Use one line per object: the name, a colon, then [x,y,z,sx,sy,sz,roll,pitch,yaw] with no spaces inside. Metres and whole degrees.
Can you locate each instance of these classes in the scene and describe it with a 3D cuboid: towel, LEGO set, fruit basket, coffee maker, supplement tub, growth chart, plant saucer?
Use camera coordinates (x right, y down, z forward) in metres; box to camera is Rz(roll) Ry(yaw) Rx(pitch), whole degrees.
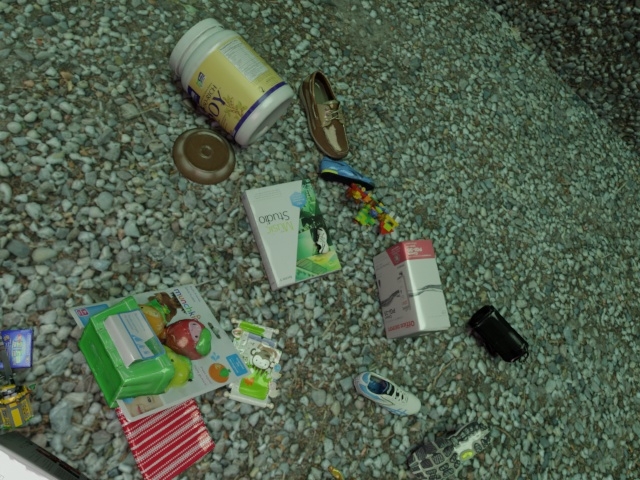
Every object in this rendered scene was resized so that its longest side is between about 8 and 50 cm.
towel: [-0.389,0.446,1.233,0.199,0.031,0.275,-22,89,-47]
LEGO set: [-0.767,0.296,1.003,0.331,0.255,0.192,-13,104,-25]
fruit basket: [-0.378,0.244,1.216,0.353,0.165,0.327,-12,54,-46]
coffee maker: [0.618,0.317,1.697,0.178,0.171,0.120,45,77,-2]
supplement tub: [-0.275,-0.488,1.535,0.331,0.241,0.241,44,61,-4]
growth chart: [-0.188,0.350,1.411,0.172,0.021,0.237,13,68,-21]
plant saucer: [-0.358,-0.271,1.540,0.198,0.036,0.198,8,69,-21]

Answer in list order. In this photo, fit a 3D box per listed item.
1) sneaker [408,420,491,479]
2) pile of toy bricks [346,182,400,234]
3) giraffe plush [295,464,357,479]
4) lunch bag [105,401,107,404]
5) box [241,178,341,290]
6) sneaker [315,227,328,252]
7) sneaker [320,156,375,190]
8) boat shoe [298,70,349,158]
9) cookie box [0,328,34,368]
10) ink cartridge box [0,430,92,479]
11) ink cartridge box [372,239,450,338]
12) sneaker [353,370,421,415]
sneaker: [0.399,0.654,1.521,0.275,0.110,0.107,-21,64,-11]
pile of toy bricks: [0.157,-0.096,1.686,0.212,0.118,0.105,37,89,-27]
giraffe plush: [0.037,0.704,1.303,0.210,0.170,0.181,-20,81,-28]
lunch bag: [-0.503,0.368,1.234,0.053,0.071,0.083,17,66,-26]
box: [-0.091,-0.024,1.561,0.232,0.058,0.322,-15,81,-28]
sneaker: [0.000,0.000,1.545,0.037,0.032,0.083,-7,75,-27]
sneaker: [0.098,-0.234,1.712,0.209,0.069,0.082,16,63,-18]
boat shoe: [0.019,-0.439,1.719,0.123,0.116,0.324,-21,82,-28]
cookie box: [-0.748,0.260,1.179,0.107,0.040,0.092,1,73,-24]
ink cartridge box: [-0.579,0.523,1.010,0.272,0.309,0.130,37,62,-8]
ink cartridge box: [0.284,0.161,1.579,0.117,0.207,0.283,-2,73,-23]
sneaker: [0.213,0.471,1.512,0.237,0.086,0.085,28,62,-14]
